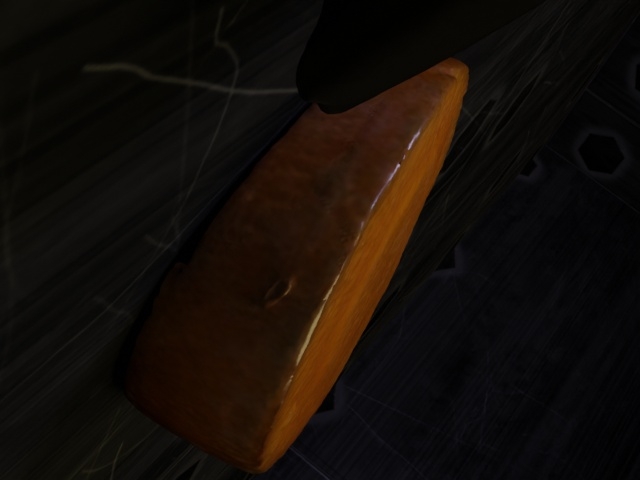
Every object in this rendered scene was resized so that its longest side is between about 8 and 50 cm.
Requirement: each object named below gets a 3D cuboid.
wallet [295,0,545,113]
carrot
[{"bbox_3d":[0.148,-0.170,0.328,0.377,0.051,0.197,-28,-155,29],"label":"wallet"},{"bbox_3d":[0.000,0.000,0.694,0.307,0.100,0.258,-56,172,-28],"label":"carrot"}]
